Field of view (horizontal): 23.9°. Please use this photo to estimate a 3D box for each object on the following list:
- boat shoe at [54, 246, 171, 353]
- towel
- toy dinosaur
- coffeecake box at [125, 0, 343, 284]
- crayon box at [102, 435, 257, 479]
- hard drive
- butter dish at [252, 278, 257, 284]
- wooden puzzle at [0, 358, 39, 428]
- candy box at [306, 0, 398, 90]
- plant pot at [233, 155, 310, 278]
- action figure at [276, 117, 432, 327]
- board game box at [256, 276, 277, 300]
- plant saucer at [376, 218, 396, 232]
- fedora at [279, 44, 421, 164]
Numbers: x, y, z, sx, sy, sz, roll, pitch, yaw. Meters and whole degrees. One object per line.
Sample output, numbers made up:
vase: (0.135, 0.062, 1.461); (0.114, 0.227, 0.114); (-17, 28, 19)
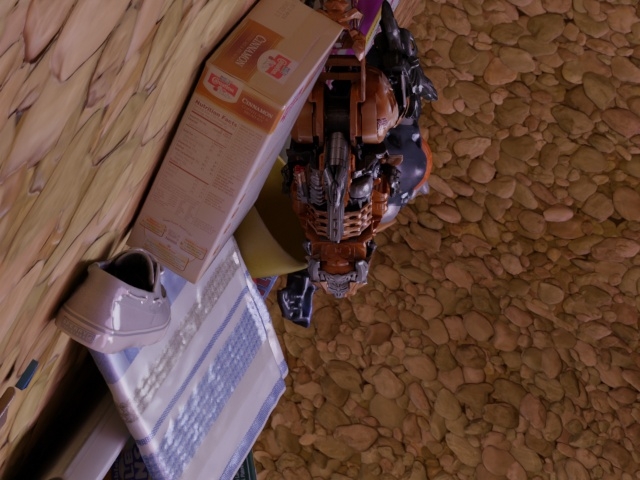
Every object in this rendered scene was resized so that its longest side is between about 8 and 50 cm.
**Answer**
boat shoe: (-0.144, 0.036, 1.119); (0.063, 0.066, 0.184); (-60, 169, 8)
towel: (-0.114, 0.103, 1.337); (0.209, 0.034, 0.285); (-59, 146, -35)
toy dinosaur: (0.028, -0.116, 1.349); (0.218, 0.164, 0.322); (-80, -169, -63)
coffeecake box: (-0.066, -0.081, 1.167); (0.185, 0.068, 0.142); (-61, 179, 37)
crayon box: (-0.173, 0.287, 1.547); (0.323, 0.083, 0.203); (-36, -122, 52)
hard drive: (-0.204, 0.171, 1.404); (0.203, 0.040, 0.307); (-46, -172, 39)
butter dish: (-0.118, 0.079, 1.746); (0.160, 0.118, 0.160); (-59, 179, 1)
wooden puzzle: (-0.226, 0.133, 0.995); (0.116, 0.014, 0.078); (-59, -177, -38)
candy box: (0.050, -0.266, 1.549); (0.233, 0.071, 0.159); (-59, 178, -43)
plant pot: (-0.075, -0.016, 1.432); (0.095, 0.134, 0.134); (-28, -168, 21)
action figure: (0.022, -0.039, 1.683); (0.330, 0.178, 0.341); (-20, 121, -56)
board game box: (-0.130, 0.087, 1.895); (0.243, 0.042, 0.165); (-60, -159, 7)
plant saucer: (0.000, 0.000, 1.940); (0.200, 0.037, 0.200); (-24, -179, 1)
fedora: (0.038, -0.149, 1.992); (0.334, 0.152, 0.334); (-60, 179, -1)
